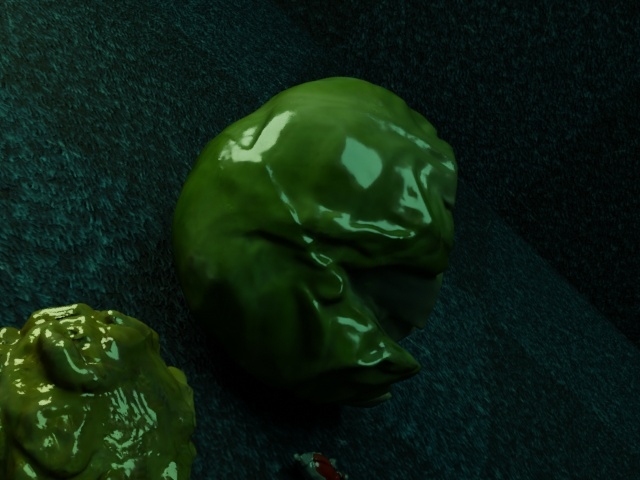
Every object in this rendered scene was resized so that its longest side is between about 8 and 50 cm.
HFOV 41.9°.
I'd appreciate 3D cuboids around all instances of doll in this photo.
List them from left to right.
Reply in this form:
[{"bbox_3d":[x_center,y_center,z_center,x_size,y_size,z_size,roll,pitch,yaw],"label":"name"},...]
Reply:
[{"bbox_3d":[-0.001,0.292,1.057,0.114,0.039,0.057,40,52,-37],"label":"doll"}]

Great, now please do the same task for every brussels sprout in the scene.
[{"bbox_3d":[-0.019,-0.004,1.135,0.361,0.425,0.342,16,-13,-11],"label":"brussels sprout"}]

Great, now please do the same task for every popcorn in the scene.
[{"bbox_3d":[-0.216,0.174,0.735,0.250,0.190,0.250,49,17,-21],"label":"popcorn"}]
